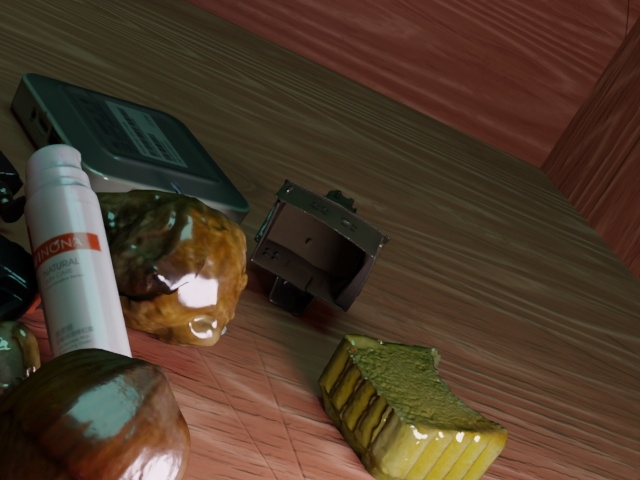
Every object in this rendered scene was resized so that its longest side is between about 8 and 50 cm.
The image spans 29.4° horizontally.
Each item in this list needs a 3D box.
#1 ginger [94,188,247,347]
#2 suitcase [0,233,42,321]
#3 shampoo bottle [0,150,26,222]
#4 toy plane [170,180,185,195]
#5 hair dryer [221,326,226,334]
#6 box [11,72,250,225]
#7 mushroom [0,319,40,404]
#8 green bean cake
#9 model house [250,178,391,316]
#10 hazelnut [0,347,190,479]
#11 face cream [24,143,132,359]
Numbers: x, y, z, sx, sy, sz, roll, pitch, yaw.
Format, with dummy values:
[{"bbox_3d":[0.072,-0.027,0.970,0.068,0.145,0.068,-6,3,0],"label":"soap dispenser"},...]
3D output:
[{"bbox_3d":[-0.232,0.034,1.738,0.269,0.200,0.223,4,-31,32],"label":"ginger"},{"bbox_3d":[-0.481,0.044,1.537,0.206,0.066,0.285,34,19,7],"label":"suitcase"},{"bbox_3d":[-0.506,-0.104,1.865,0.067,0.068,0.236,16,25,-42],"label":"shampoo bottle"},{"bbox_3d":[-0.215,-0.001,2.035,0.197,0.078,0.053,55,24,20],"label":"toy plane"},{"bbox_3d":[-0.263,0.054,1.871,0.237,0.075,0.206,16,29,-18],"label":"hair dryer"},{"bbox_3d":[-0.346,-0.161,2.219,0.373,0.090,0.367,14,25,-42],"label":"box"},{"bbox_3d":[-0.446,0.133,1.282,0.128,0.128,0.350,43,20,31],"label":"mushroom"},{"bbox_3d":[0.133,0.260,1.825,0.233,0.124,0.236,12,26,-40],"label":"green bean cake"},{"bbox_3d":[0.000,0.000,2.135,0.211,0.204,0.243,30,28,-1],"label":"model house"},{"bbox_3d":[-0.250,0.209,1.280,0.210,0.210,0.186,40,17,25],"label":"hazelnut"},{"bbox_3d":[-0.323,0.024,1.586,0.102,0.102,0.345,12,49,-43],"label":"face cream"}]
